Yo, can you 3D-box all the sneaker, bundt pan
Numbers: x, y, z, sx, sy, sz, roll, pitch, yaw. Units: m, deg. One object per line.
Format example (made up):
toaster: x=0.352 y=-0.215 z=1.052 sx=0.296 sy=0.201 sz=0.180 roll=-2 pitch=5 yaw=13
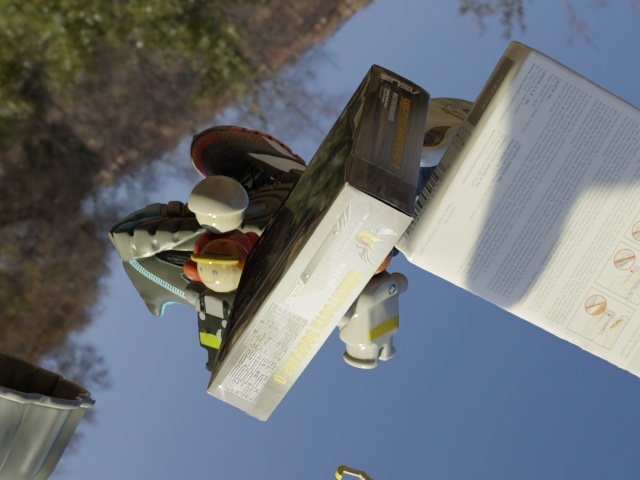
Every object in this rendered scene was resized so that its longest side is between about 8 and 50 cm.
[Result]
sneaker: x=-0.097 y=0.016 z=1.606 sx=0.341 sy=0.139 sz=0.125 roll=-4 pitch=-157 yaw=32
sneaker: x=-0.049 y=-0.063 z=1.719 sx=0.097 sy=0.276 sz=0.135 roll=-58 pitch=-170 yaw=14
bundt pan: x=-0.388 y=0.156 z=1.227 sx=0.331 sy=0.331 sz=0.124 roll=12 pitch=-97 yaw=67
sneaker: x=0.111 y=-0.067 z=1.312 sx=0.217 sy=0.079 sz=0.121 roll=-33 pitch=139 yaw=-58

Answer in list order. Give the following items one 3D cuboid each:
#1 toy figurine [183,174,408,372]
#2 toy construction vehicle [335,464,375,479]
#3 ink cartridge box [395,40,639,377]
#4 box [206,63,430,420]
toy figurine: x=-0.026 y=0.022 z=1.231 sx=0.213 sy=0.148 sz=0.209 roll=-3 pitch=-158 yaw=-2
toy construction vehicle: x=0.057 y=0.317 z=1.579 sx=0.035 sy=0.098 sz=0.086 roll=-51 pitch=165 yaw=-28
ink cartridge box: x=0.196 y=-0.021 z=0.985 sx=0.181 sy=0.225 sz=0.056 roll=-60 pitch=-162 yaw=12
box: x=0.000 y=0.000 z=1.009 sx=0.231 sy=0.056 sz=0.183 roll=-56 pitch=-167 yaw=33
